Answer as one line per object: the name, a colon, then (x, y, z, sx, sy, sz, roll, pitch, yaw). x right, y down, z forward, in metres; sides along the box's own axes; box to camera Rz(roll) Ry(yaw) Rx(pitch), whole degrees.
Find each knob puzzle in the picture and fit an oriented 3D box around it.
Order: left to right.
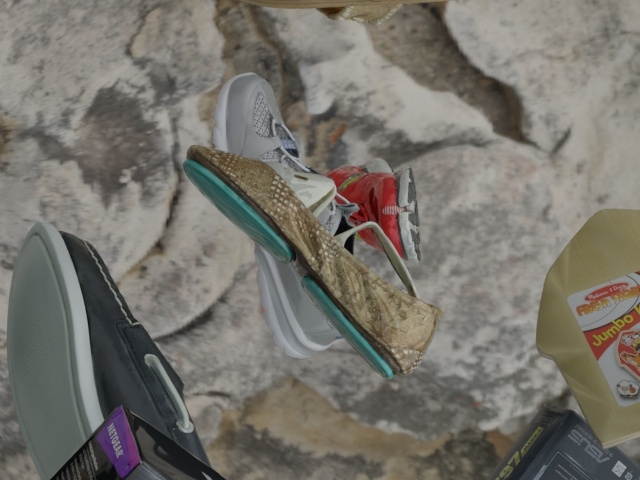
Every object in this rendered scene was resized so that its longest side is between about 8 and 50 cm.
knob puzzle: (0.259, 0.054, 0.830, 0.213, 0.213, 0.030, -48, 146, -18)

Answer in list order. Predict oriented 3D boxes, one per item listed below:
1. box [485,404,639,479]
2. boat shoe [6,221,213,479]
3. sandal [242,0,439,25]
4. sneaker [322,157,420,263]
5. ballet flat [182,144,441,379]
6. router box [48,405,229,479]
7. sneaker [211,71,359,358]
box: (0.218, 0.273, 0.843, 0.233, 0.059, 0.183, 40, 79, -5)
boat shoe: (-0.129, 0.117, 0.678, 0.091, 0.114, 0.302, 3, 52, -35)
sandal: (0.037, -0.156, 0.638, 0.079, 0.240, 0.088, 52, 47, -57)
sneaker: (0.040, -0.030, 1.199, 0.118, 0.279, 0.107, -7, 98, -9)
ballet flat: (0.000, 0.000, 0.704, 0.067, 0.073, 0.206, -44, 94, -12)
router box: (-0.055, 0.168, 0.422, 0.133, 0.046, 0.179, -46, 118, 2)
sneaker: (-0.015, -0.034, 1.033, 0.105, 0.115, 0.281, -18, 89, -65)
